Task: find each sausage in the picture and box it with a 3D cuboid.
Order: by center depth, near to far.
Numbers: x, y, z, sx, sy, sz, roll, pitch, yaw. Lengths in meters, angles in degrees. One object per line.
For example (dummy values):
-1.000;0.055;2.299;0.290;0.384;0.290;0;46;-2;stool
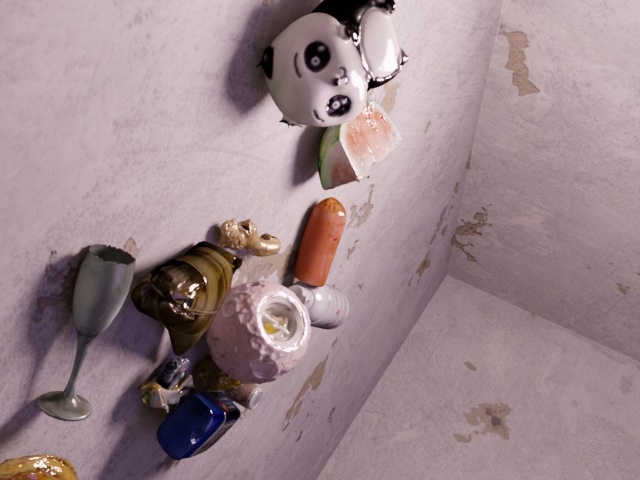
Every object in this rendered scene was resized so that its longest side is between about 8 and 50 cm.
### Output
0.000;0.000;2.062;0.113;0.114;0.259;-19;130;-63;sausage

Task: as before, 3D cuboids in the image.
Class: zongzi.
-0.303;0.160;1.473;0.288;0.134;0.286;-63;168;18;zongzi

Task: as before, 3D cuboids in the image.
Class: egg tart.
-0.568;0.477;1.229;0.297;0.132;0.297;-32;141;-31;egg tart

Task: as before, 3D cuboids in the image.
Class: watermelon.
0.102;-0.259;1.921;0.305;0.180;0.224;-45;166;-47;watermelon

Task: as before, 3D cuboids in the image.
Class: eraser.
-0.300;0.457;1.762;0.155;0.101;0.332;-46;168;-6;eraser

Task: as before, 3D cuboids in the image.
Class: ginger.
-0.168;-0.008;1.719;0.288;0.075;0.089;12;97;-65;ginger

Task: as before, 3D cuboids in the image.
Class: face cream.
-0.027;0.187;2.162;0.145;0.145;0.370;-64;159;-3;face cream

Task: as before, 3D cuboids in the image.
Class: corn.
-0.203;0.321;1.934;0.363;0.120;0.120;-15;128;-58;corn

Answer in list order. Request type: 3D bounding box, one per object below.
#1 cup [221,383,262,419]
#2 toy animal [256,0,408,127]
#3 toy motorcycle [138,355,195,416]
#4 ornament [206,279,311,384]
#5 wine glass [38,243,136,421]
-0.230;0.444;2.025;0.102;0.099;0.074;-55;157;-26;cup
0.019;-0.381;1.531;0.310;0.251;0.251;-38;149;-27;toy animal
-0.357;0.348;1.637;0.130;0.094;0.229;-46;165;-32;toy motorcycle
-0.159;0.228;1.750;0.225;0.259;0.259;-30;-169;46;ornament
-0.412;0.146;1.347;0.264;0.096;0.309;-83;-167;-79;wine glass
